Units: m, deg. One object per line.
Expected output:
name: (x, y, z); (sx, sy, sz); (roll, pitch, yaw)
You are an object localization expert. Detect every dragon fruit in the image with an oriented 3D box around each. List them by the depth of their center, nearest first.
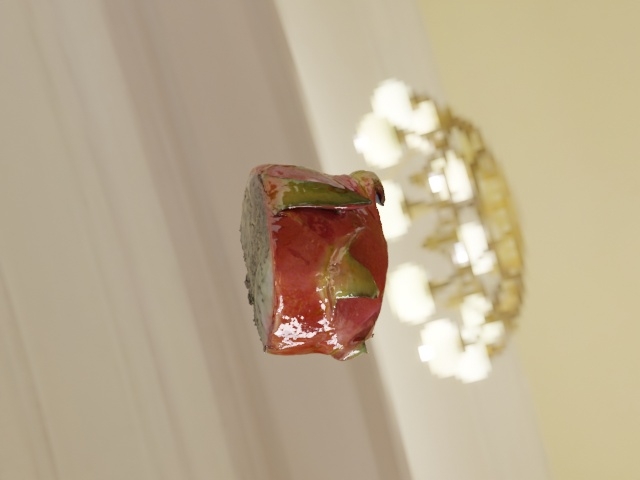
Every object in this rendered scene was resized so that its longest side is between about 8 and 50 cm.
dragon fruit: (0.000, 0.000, 0.705); (0.083, 0.056, 0.060); (-97, 13, -45)
